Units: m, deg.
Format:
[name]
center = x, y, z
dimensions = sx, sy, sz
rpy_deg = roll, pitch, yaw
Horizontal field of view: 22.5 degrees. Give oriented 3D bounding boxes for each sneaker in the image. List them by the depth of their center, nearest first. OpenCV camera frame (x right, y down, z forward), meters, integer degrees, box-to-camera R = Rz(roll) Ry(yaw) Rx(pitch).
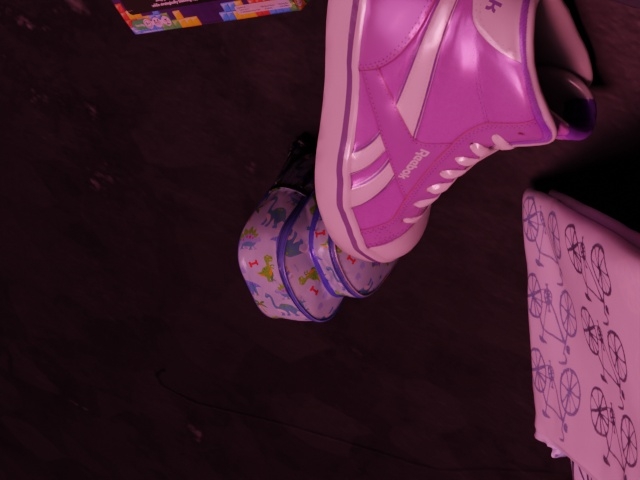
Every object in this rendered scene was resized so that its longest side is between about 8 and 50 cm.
[sneaker]
center = 0.086, -0.062, 1.003
dimensions = 0.161, 0.102, 0.282
rpy_deg = 22, 147, 17

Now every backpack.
[backpack]
center = 0.000, 0.000, 1.156
dimensions = 0.084, 0.114, 0.105
rpy_deg = 8, 139, 39

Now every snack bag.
[snack bag]
center = 0.183, 0.154, 0.950
dimensions = 0.323, 0.037, 0.343
rpy_deg = -127, 29, -77

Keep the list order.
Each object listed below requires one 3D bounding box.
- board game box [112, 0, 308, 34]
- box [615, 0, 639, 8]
[board game box]
center = -0.093, -0.207, 1.032
dimensions = 0.170, 0.048, 0.141
rpy_deg = 1, 132, 46
[box]
center = 0.100, -0.219, 0.761
dimensions = 0.207, 0.108, 0.153
rpy_deg = 22, 147, 21
